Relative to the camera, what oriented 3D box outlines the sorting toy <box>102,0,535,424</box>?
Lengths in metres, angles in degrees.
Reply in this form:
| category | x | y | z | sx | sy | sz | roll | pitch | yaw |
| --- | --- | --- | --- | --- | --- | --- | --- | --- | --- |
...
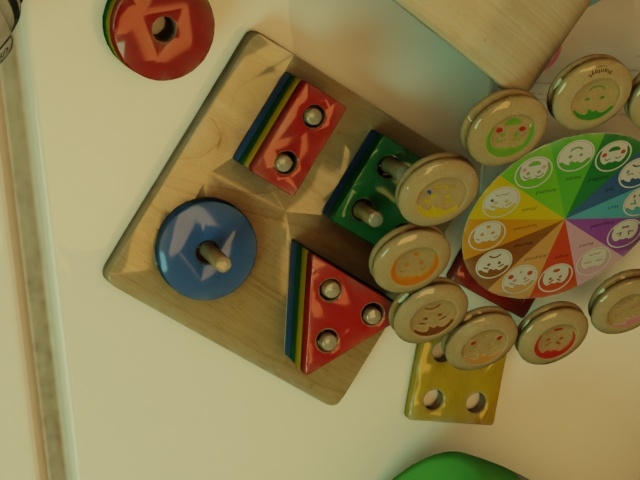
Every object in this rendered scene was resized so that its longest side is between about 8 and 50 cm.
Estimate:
| category | x | y | z | sx | sy | sz | roll | pitch | yaw |
| --- | --- | --- | --- | --- | --- | --- | --- | --- | --- |
| sorting toy | 0.000 | 0.000 | 0.816 | 0.274 | 0.046 | 0.132 | 31 | 92 | -23 |

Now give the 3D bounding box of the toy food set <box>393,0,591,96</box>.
| category | x | y | z | sx | sy | sz | roll | pitch | yaw |
| --- | --- | --- | --- | --- | --- | --- | --- | --- | --- |
| toy food set | 0.031 | -0.230 | 0.734 | 0.306 | 0.092 | 0.220 | 35 | 91 | -17 |

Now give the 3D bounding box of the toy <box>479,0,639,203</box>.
| category | x | y | z | sx | sy | sz | roll | pitch | yaw |
| --- | --- | --- | --- | --- | --- | --- | --- | --- | --- |
| toy | 0.139 | -0.138 | 0.825 | 0.137 | 0.056 | 0.237 | 2 | 100 | -16 |

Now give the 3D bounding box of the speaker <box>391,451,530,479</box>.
| category | x | y | z | sx | sy | sz | roll | pitch | yaw |
| --- | --- | --- | --- | --- | --- | --- | --- | --- | --- |
| speaker | 0.145 | 0.226 | 0.878 | 0.296 | 0.131 | 0.131 | 38 | 89 | -23 |

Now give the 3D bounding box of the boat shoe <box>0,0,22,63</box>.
| category | x | y | z | sx | sy | sz | roll | pitch | yaw |
| --- | --- | --- | --- | --- | --- | --- | --- | --- | --- |
| boat shoe | -0.243 | -0.186 | 0.661 | 0.335 | 0.121 | 0.119 | 38 | 58 | -30 |

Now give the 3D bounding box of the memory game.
| category | x | y | z | sx | sy | sz | roll | pitch | yaw |
| --- | --- | --- | --- | --- | --- | --- | --- | --- | --- |
| memory game | 0.110 | -0.007 | 0.796 | 0.186 | 0.012 | 0.186 | -14 | 136 | -13 |
